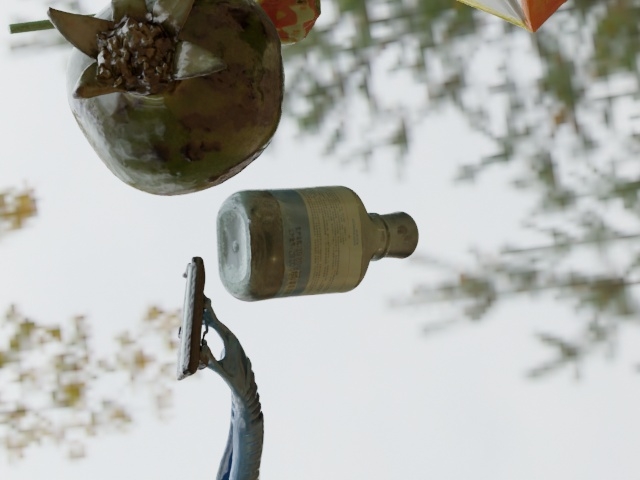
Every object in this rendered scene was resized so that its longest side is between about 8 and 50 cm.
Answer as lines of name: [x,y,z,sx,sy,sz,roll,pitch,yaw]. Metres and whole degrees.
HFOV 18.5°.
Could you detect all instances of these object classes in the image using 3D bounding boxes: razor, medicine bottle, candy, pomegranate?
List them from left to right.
candy: [-0.135,-0.204,1.730,0.084,0.287,0.078,-123,31,-49]
pomegranate: [-0.094,-0.108,1.228,0.169,0.148,0.148,76,-162,-62]
razor: [-0.053,0.121,1.187,0.253,0.042,0.082,85,-175,-49]
medicine bottle: [0.000,0.000,1.615,0.208,0.053,0.090,-4,-89,-49]

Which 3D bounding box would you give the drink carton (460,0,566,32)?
drink carton: [0.198,-0.306,1.295,0.351,0.111,0.154,-45,-33,-25]
